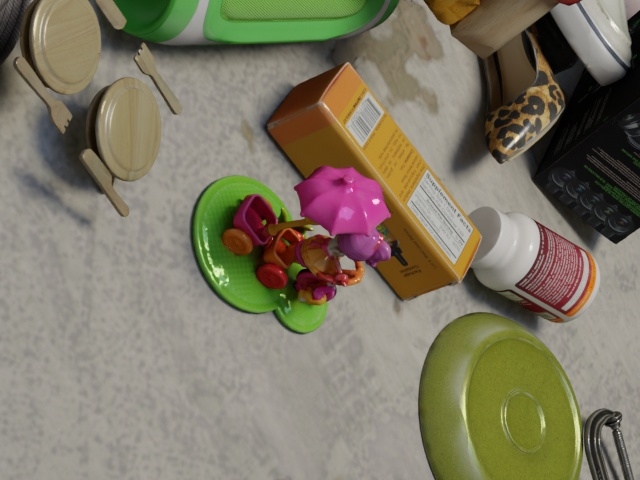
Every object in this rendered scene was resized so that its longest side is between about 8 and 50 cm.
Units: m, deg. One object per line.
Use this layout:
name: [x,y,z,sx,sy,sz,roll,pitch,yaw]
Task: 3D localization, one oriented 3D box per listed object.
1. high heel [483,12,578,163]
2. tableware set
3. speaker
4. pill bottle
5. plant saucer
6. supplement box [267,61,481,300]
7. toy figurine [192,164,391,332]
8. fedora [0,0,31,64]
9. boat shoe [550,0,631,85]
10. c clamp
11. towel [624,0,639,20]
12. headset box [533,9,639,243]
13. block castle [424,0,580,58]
high heel: [0.185,-0.206,1.803,0.186,0.093,0.261,50,39,-17]
tableware set: [-0.192,-0.127,1.380,0.194,0.039,0.128,58,45,-43]
speaker: [-0.058,-0.245,1.547,0.297,0.131,0.131,-9,83,-46]
pill bottle: [0.214,0.022,1.750,0.152,0.086,0.086,28,57,-36]
plant saucer: [0.196,0.186,1.710,0.241,0.037,0.240,18,63,-40]
supplement box: [0.055,-0.054,1.626,0.233,0.078,0.080,53,43,-18]
toy figurine: [0.000,0.000,1.491,0.173,0.159,0.130,48,48,-23]
fedora: [-0.302,-0.243,1.302,0.243,0.124,0.275,51,47,-20]
boat shoe: [0.300,-0.349,1.849,0.136,0.156,0.367,35,33,-53]
c clamp: [0.320,0.249,1.810,0.137,0.022,0.160,-39,114,-52]
towel: [0.419,-0.421,2.046,0.332,0.053,0.316,-7,98,-33]
headset box: [0.387,-0.162,1.860,0.131,0.283,0.246,38,49,-10]
block castle: [0.131,-0.424,1.636,0.303,0.213,0.453,38,30,-28]
